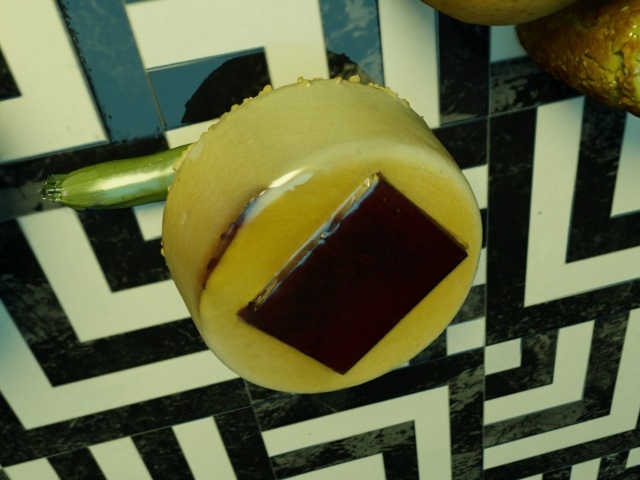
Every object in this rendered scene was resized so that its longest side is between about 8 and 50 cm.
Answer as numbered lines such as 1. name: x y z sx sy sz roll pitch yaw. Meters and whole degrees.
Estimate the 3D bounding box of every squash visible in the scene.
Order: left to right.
1. squash: -0.171 -0.059 0.487 0.183 0.052 0.052 -12 120 -6

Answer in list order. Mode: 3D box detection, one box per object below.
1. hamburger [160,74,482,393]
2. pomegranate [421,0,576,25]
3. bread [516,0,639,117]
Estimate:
1. hamburger: 0.000 0.000 0.476 0.301 0.170 0.302 -10 125 -15
2. pomegranate: 0.130 -0.278 0.322 0.260 0.260 0.261 -5 120 -9
3. bread: 0.270 -0.171 0.446 0.131 0.172 0.103 13 118 -20
